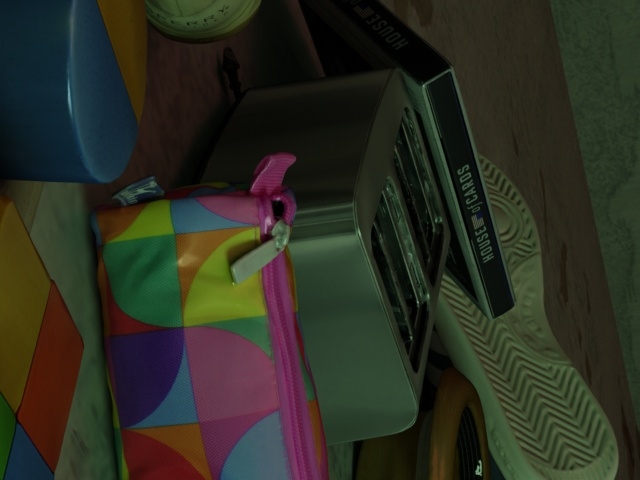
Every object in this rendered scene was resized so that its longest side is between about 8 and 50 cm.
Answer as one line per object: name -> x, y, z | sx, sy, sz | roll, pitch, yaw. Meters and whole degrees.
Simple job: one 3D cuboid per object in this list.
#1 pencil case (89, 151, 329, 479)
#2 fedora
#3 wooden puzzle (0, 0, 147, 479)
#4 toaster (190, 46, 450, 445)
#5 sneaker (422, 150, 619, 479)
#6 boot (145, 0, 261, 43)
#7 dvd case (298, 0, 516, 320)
pencil case -> -0.045, 0.083, 0.562 | 0.104, 0.104, 0.236 | -6, 89, -71
fedora -> 0.072, 0.186, 0.887 | 0.194, 0.079, 0.194 | -1, 90, -72
wooden puzzle -> -0.114, -0.048, 0.322 | 0.322, 0.081, 0.347 | 82, 9, -59
toaster -> 0.000, 0.000, 0.707 | 0.168, 0.110, 0.185 | -72, 149, -53
sneaker -> 0.127, 0.083, 1.062 | 0.148, 0.131, 0.350 | 120, -38, -54
boot -> -0.073, -0.234, 0.553 | 0.203, 0.095, 0.261 | 26, 63, -87
dvd case -> 0.058, -0.072, 0.857 | 0.179, 0.030, 0.238 | 50, -12, 42
